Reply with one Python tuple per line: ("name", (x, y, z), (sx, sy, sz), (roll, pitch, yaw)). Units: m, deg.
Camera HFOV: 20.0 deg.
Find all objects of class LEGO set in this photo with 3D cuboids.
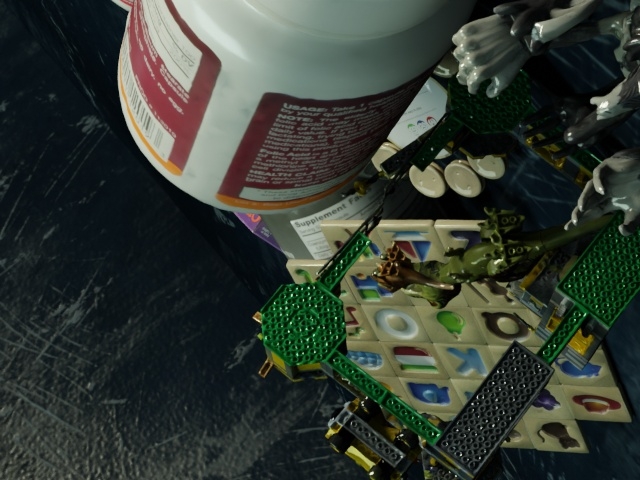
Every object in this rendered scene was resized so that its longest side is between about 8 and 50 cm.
("LEGO set", (0.112, 0.044, 1.364), (0.255, 0.331, 0.192), (30, 168, 9))

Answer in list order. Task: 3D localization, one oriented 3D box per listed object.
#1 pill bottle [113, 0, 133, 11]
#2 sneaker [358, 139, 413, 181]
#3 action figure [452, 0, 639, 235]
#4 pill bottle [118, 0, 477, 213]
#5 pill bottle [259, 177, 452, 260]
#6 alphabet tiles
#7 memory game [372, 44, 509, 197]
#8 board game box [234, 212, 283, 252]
("pill bottle", (-0.121, -0.307, 1.484), (0.176, 0.176, 0.318), (51, 170, 6))
("sneaker", (0.051, -0.142, 1.591), (0.106, 0.078, 0.234), (16, 135, 23))
("action figure", (0.167, -0.087, 1.069), (0.164, 0.141, 0.276), (56, 173, -9))
("pill bottle", (-0.014, -0.176, 1.265), (0.224, 0.224, 0.392), (52, 161, 5))
("pill bottle", (0.026, -0.037, 1.794), (0.283, 0.161, 0.161), (57, 169, -25))
("alphabet tiles", (0.134, 0.096, 1.725), (0.285, 0.011, 0.342), (0, 139, 28))
("memory game", (0.080, -0.110, 1.519), (0.186, 0.012, 0.186), (26, 143, 21))
("board game box", (0.000, 0.000, 2.028), (0.347, 0.056, 0.208), (35, -177, -41))
